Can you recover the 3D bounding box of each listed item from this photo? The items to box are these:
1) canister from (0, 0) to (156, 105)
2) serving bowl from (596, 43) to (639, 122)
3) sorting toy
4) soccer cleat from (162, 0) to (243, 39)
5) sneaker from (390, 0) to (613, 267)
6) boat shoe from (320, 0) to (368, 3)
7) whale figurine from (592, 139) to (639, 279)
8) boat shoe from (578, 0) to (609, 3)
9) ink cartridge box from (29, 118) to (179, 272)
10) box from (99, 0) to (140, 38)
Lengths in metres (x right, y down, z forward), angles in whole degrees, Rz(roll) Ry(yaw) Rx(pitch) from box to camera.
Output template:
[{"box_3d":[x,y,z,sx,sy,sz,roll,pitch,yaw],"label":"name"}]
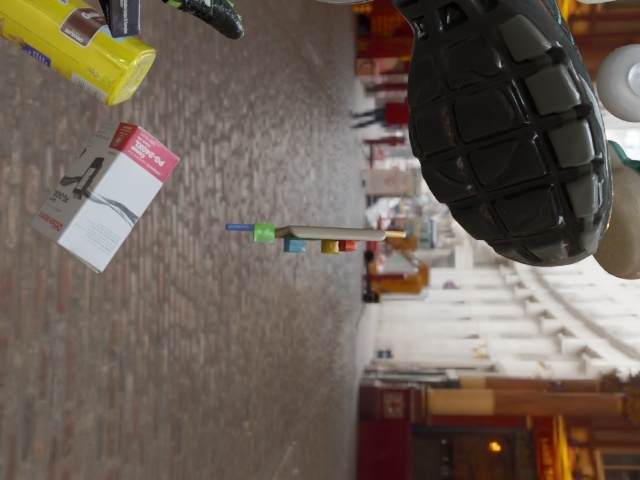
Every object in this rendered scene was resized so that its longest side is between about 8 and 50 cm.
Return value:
[{"box_3d":[-0.256,-0.208,0.870,0.073,0.170,0.126,-55,-172,10],"label":"canister"},{"box_3d":[0.334,-0.167,0.919,0.027,0.083,0.083,158,-69,-86],"label":"serving bowl"},{"box_3d":[0.000,0.000,1.587,0.196,0.347,0.047,180,-88,-68],"label":"sorting toy"},{"box_3d":[-0.191,-0.360,1.310,0.060,0.179,0.072,-20,-151,56],"label":"soccer cleat"},{"box_3d":[0.085,-0.116,0.431,0.106,0.101,0.267,-36,106,-44],"label":"sneaker"},{"box_3d":[0.118,-0.243,0.692,0.094,0.302,0.109,37,53,-45],"label":"boat shoe"},{"box_3d":[0.450,-0.061,1.321,0.272,0.141,0.216,-124,-162,-58],"label":"whale figurine"},{"box_3d":[0.336,-0.300,0.939,0.079,0.254,0.095,50,-35,40],"label":"boat shoe"},{"box_3d":[-0.236,-0.051,0.954,0.063,0.109,0.150,40,78,-33],"label":"ink cartridge box"},{"box_3d":[-0.183,-0.265,0.719,0.116,0.029,0.162,113,-44,-62],"label":"box"}]
